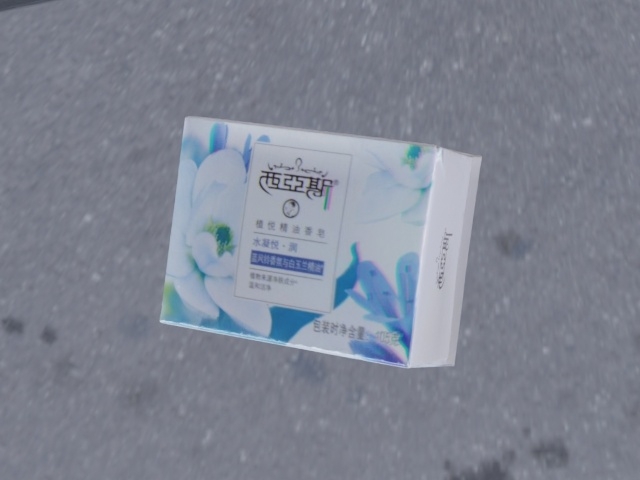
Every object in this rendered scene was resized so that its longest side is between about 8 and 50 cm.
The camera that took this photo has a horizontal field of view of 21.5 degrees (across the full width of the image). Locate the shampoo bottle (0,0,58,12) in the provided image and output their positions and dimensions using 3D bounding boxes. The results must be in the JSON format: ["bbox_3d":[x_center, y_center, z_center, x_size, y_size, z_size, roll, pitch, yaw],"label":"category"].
[{"bbox_3d":[-0.036,-0.122,0.504,0.246,0.080,0.079,-12,102,1],"label":"shampoo bottle"}]

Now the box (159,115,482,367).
[{"bbox_3d":[-0.002,0.000,1.591,0.274,0.116,0.203,9,92,28],"label":"box"}]
